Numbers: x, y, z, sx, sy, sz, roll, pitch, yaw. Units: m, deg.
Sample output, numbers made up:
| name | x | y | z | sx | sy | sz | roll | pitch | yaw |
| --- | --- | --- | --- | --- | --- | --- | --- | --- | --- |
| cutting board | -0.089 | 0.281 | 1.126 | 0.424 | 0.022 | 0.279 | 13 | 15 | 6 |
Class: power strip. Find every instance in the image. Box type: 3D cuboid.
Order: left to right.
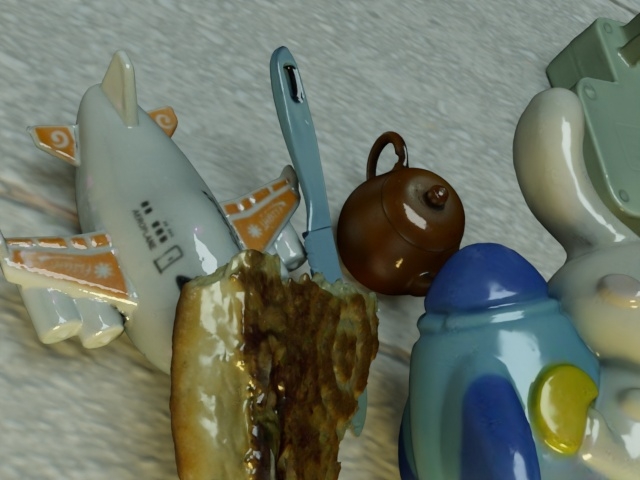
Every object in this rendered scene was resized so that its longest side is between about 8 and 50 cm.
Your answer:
| name | x | y | z | sx | sy | sz | roll | pitch | yaw |
| --- | --- | --- | --- | --- | --- | --- | --- | --- | --- |
| power strip | 0.358 | -0.129 | 0.974 | 0.229 | 0.141 | 0.261 | 4 | 62 | -29 |

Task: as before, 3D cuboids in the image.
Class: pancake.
| name | x | y | z | sx | sy | sz | roll | pitch | yaw |
| --- | --- | --- | --- | --- | --- | --- | --- | --- | --- |
| pancake | -0.018 | 0.120 | 0.611 | 0.244 | 0.057 | 0.266 | -40 | 123 | -55 |

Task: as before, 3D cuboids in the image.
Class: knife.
| name | x | y | z | sx | sy | sz | roll | pitch | yaw |
| --- | --- | --- | --- | --- | --- | --- | --- | --- | --- |
| knife | 0.000 | 0.000 | 0.693 | 0.044 | 0.019 | 0.313 | -15 | 92 | -57 |

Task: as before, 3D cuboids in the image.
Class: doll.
| name | x | y | z | sx | sy | sz | roll | pitch | yaw |
| --- | --- | --- | --- | --- | --- | --- | --- | --- | --- |
| doll | 0.189 | 0.114 | 0.618 | 0.365 | 0.187 | 0.376 | -40 | 61 | -16 |

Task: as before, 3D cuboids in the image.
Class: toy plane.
| name | x | y | z | sx | sy | sz | roll | pitch | yaw |
| --- | --- | --- | --- | --- | --- | --- | --- | --- | --- |
| toy plane | -0.116 | -0.013 | 0.640 | 0.244 | 0.117 | 0.245 | 16 | 53 | -22 |

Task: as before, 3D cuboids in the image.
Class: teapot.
| name | x | y | z | sx | sy | sz | roll | pitch | yaw |
| --- | --- | --- | --- | --- | --- | --- | --- | --- | --- |
| teapot | 0.075 | -0.019 | 0.758 | 0.116 | 0.116 | 0.173 | 1 | 60 | -29 |
